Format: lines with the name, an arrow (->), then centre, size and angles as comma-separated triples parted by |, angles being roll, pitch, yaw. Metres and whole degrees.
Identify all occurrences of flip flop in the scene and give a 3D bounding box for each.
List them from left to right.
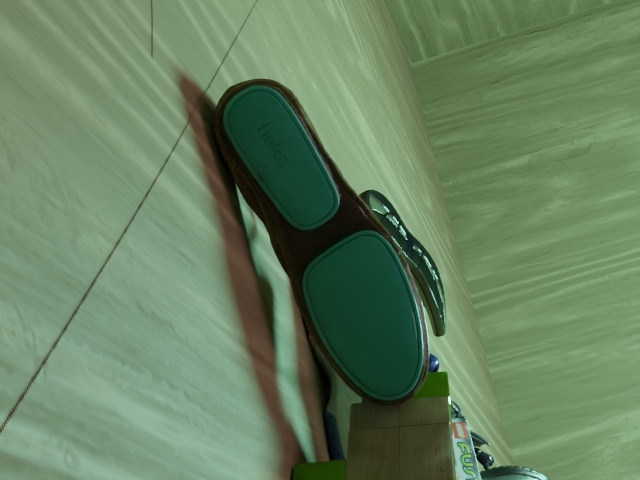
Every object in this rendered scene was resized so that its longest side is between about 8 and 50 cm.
flip flop -> 0.124, 0.041, 2.023 | 0.277, 0.080, 0.112 | 53, 23, -23

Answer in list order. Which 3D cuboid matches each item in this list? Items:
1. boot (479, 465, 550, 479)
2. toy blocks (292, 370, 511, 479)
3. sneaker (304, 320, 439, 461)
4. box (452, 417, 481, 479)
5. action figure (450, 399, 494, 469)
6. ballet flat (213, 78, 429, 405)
boot -> 0.228, 0.398, 1.732 | 0.246, 0.083, 0.161 | 10, 54, -30
toy blocks -> 0.085, 0.329, 1.128 | 0.381, 0.191, 0.261 | -84, 168, -65
sneaker -> 0.063, 0.127, 1.364 | 0.112, 0.131, 0.296 | 48, 26, -64
box -> 0.162, 0.336, 1.650 | 0.114, 0.036, 0.207 | 6, 59, -30
action figure -> 0.221, 0.378, 1.911 | 0.185, 0.099, 0.285 | 71, 10, -60
ballet flat -> 0.000, 0.000, 1.228 | 0.342, 0.116, 0.124 | 58, -4, -2
